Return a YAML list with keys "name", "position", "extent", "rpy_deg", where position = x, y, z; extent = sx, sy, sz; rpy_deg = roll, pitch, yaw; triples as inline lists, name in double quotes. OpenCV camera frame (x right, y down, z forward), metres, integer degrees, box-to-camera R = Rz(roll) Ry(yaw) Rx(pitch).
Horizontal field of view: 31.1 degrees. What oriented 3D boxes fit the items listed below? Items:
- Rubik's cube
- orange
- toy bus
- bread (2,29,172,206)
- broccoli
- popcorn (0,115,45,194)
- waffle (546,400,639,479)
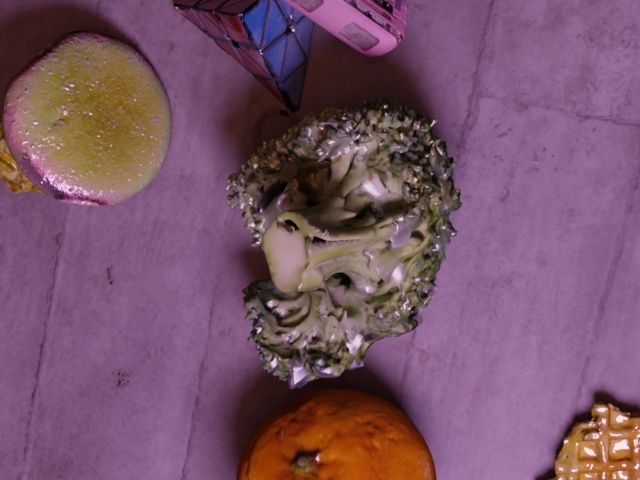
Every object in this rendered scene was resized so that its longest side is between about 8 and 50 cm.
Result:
- name: "Rubik's cube"
  position: [-0.048, -0.303, 1.429]
  extent: [0.211, 0.190, 0.178]
  rpy_deg: [40, 84, -5]
- name: "orange"
  position: [0.020, 0.316, 1.455]
  extent: [0.261, 0.261, 0.261]
  rpy_deg: [1, 99, 7]
- name: "toy bus"
  position: [0.020, -0.302, 1.398]
  extent: [0.203, 0.090, 0.063]
  rpy_deg: [30, 142, -30]
- name: "bread"
  position: [-0.292, -0.154, 1.469]
  extent: [0.228, 0.033, 0.228]
  rpy_deg: [-1, 91, -29]
- name: "broccoli"
  position: [-0.005, -0.009, 1.403]
  extent: [0.249, 0.302, 0.375]
  rpy_deg: [38, 110, 40]
- name: "popcorn"
  position: [-0.388, -0.119, 1.504]
  extent: [0.106, 0.121, 0.116]
  rpy_deg: [27, 103, 15]
- name: "waffle"
  position: [0.443, 0.321, 1.498]
  extent: [0.301, 0.058, 0.281]
  rpy_deg: [-26, 95, 9]
